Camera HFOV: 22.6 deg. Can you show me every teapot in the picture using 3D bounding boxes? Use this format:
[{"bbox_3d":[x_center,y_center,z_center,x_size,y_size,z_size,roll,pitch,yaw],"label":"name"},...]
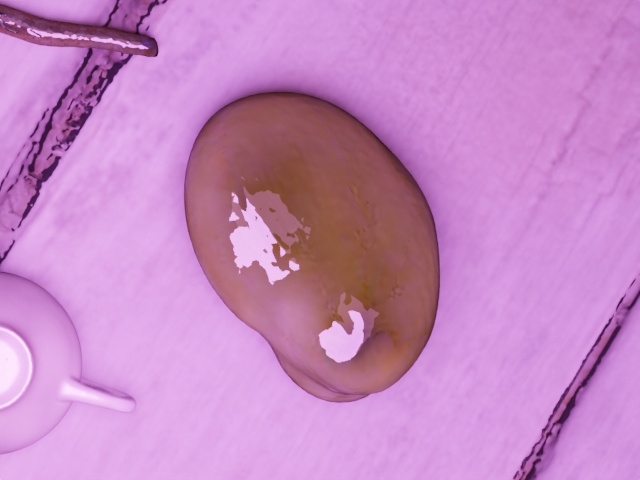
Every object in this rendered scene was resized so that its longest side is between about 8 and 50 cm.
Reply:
[{"bbox_3d":[-0.251,0.100,1.256,0.226,0.092,0.145,21,88,-14],"label":"teapot"}]

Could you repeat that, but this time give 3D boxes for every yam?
[{"bbox_3d":[-0.244,-0.174,1.279,0.234,0.029,0.027,11,78,-11],"label":"yam"}]

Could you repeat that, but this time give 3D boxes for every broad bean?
[{"bbox_3d":[0.000,0.000,1.286,0.189,0.121,0.263,-30,94,-13],"label":"broad bean"}]
